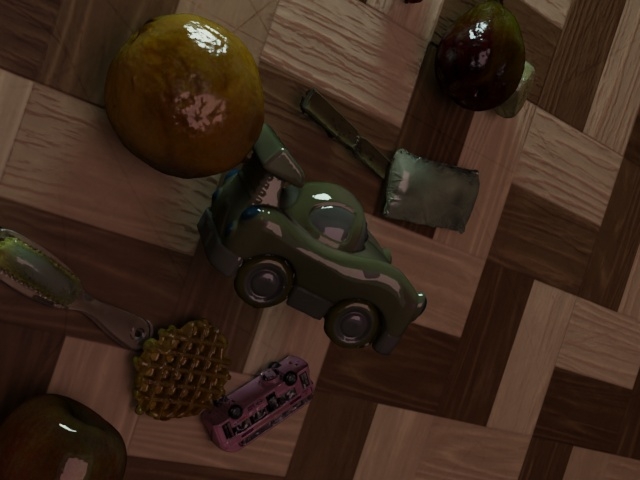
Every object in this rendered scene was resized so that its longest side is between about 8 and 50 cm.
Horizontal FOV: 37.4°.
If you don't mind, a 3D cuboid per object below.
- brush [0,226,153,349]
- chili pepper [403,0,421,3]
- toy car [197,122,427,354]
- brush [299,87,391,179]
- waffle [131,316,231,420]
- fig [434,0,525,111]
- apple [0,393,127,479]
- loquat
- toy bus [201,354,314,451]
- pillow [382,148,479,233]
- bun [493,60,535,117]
[{"bbox_3d":[-0.351,0.085,1.370,0.313,0.067,0.072,41,74,-39],"label":"brush"},{"bbox_3d":[0.175,-0.478,1.642,0.073,0.070,0.123,25,87,-22],"label":"chili pepper"},{"bbox_3d":[0.000,0.000,1.458,0.336,0.242,0.226,26,102,-21],"label":"toy car"},{"bbox_3d":[0.044,-0.182,1.633,0.248,0.036,0.043,36,83,-44],"label":"brush"},{"bbox_3d":[-0.218,0.208,1.508,0.191,0.038,0.191,-16,115,-38],"label":"waffle"},{"bbox_3d":[0.310,-0.373,1.736,0.170,0.145,0.274,36,65,-33],"label":"fig"},{"bbox_3d":[-0.373,0.317,1.328,0.188,0.188,0.174,35,84,-38],"label":"apple"},{"bbox_3d":[-0.190,-0.201,1.341,0.238,0.193,0.238,-2,93,-40],"label":"loquat"},{"bbox_3d":[-0.103,0.277,1.608,0.203,0.063,0.090,-31,121,-26],"label":"toy bus"},{"bbox_3d":[0.210,-0.089,1.769,0.229,0.051,0.128,11,96,-39],"label":"pillow"},{"bbox_3d":[0.366,-0.295,1.828,0.115,0.069,0.115,-52,159,-29],"label":"bun"}]
